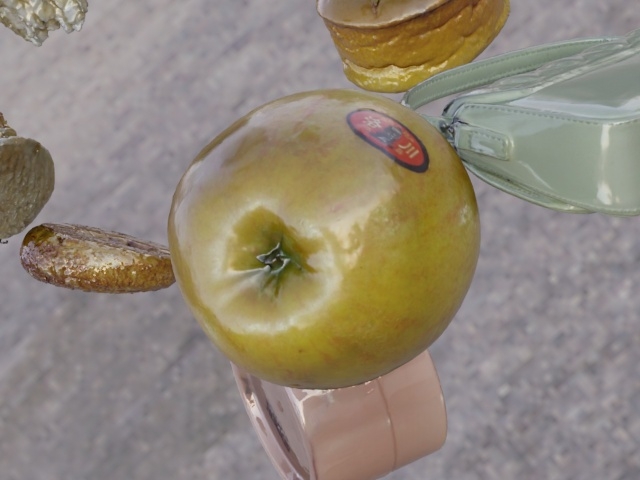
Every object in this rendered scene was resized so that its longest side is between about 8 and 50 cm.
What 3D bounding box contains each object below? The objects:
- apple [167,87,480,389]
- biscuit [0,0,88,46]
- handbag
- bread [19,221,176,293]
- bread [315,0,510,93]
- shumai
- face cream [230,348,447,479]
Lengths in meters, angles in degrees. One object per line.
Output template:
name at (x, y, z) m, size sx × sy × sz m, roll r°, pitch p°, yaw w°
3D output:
apple at (0.000, 0.000, 1.111) m, size 0.182 × 0.182 × 0.155 m, roll -31°, pitch 3°, yaw 26°
biscuit at (-0.233, -0.254, 1.462) m, size 0.062 × 0.108 × 0.238 m, roll -33°, pitch 46°, yaw 27°
handbag at (0.183, -0.089, 1.279) m, size 0.256 × 0.079 × 0.219 m, roll -20°, pitch 26°, yaw -39°
bread at (-0.234, 0.024, 2.124) m, size 0.193 × 0.193 × 0.064 m, roll -158°, pitch 77°, yaw -69°
bread at (0.105, -0.275, 2.178) m, size 0.195 × 0.142 × 0.269 m, roll 2°, pitch 36°, yaw 27°
shumai at (-0.364, -0.080, 2.151) m, size 0.145 × 0.145 × 0.116 m, roll -40°, pitch 51°, yaw 1°
face cream at (0.010, 0.101, 1.398) m, size 0.104 × 0.149 × 0.149 m, roll -22°, pitch 14°, yaw -16°
